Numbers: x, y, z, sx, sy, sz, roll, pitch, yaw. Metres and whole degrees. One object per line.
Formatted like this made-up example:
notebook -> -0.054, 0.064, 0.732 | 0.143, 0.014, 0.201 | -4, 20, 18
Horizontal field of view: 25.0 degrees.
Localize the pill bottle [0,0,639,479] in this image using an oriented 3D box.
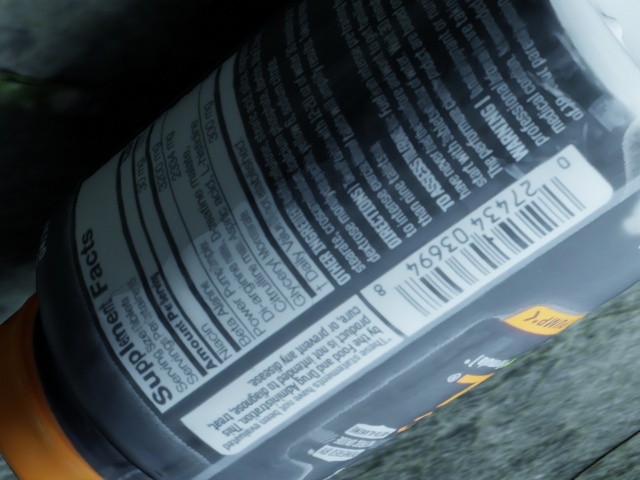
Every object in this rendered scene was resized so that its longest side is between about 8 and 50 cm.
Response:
pill bottle -> 0.000, 0.000, 0.458 | 0.246, 0.130, 0.130 | -36, 147, 25
